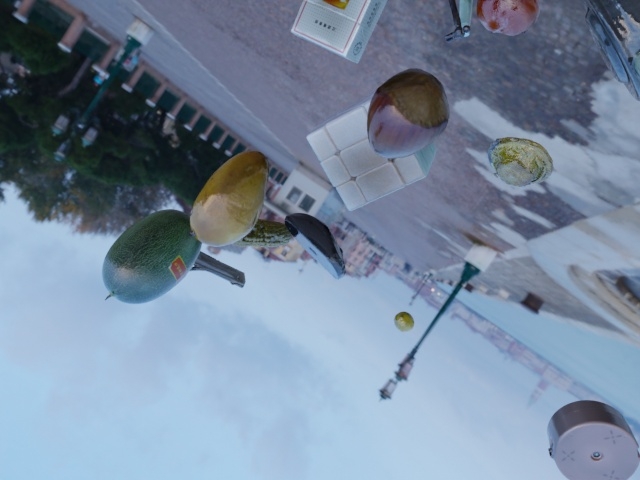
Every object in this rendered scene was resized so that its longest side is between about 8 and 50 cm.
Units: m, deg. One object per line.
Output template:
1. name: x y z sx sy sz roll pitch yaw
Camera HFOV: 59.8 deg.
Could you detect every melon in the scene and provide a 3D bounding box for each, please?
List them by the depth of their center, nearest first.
1. melon: -0.413 0.044 1.354 0.182 0.287 0.182 35 153 21

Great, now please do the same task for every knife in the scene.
1. knife: -0.403 0.110 2.116 0.043 0.089 0.365 6 165 33

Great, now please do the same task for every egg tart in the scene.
1. egg tart: 0.702 -0.270 1.984 0.241 0.105 0.241 26 159 10

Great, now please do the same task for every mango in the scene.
1. mango: -0.182 -0.087 1.173 0.147 0.227 0.109 35 180 -45

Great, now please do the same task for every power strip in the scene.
1. power strip: 0.510 0.384 1.052 0.154 0.154 0.078 34 -158 0

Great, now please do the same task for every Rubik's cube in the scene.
1. Rubik's cube: 0.193 -0.344 1.981 0.315 0.319 0.322 59 -152 -15

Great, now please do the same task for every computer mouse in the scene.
1. computer mouse: 0.000 0.000 1.650 0.270 0.086 0.137 45 167 32

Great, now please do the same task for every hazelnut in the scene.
1. hazelnut: 0.206 -0.284 1.282 0.186 0.210 0.210 -4 159 34

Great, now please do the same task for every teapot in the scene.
1. teapot: 0.599 -0.393 0.946 0.239 0.240 0.322 59 -152 -3

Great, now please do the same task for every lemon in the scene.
1. lemon: 0.259 0.253 1.719 0.062 0.062 0.083 36 166 39

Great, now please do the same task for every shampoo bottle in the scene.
1. shampoo bottle: 0.489 -0.783 1.879 0.041 0.190 0.069 0 169 33

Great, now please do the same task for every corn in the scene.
1. corn: -0.194 -0.026 1.692 0.097 0.096 0.320 35 -165 28

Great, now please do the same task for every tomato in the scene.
1. tomato: 0.611 -0.790 1.807 0.112 0.199 0.227 50 -154 -74

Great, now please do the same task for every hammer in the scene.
1. hammer: 0.317 -0.569 1.350 0.021 0.178 0.065 3 162 -45

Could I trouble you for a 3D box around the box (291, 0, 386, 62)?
1. box: 0.080 -0.699 1.574 0.210 0.330 0.095 34 -161 25
